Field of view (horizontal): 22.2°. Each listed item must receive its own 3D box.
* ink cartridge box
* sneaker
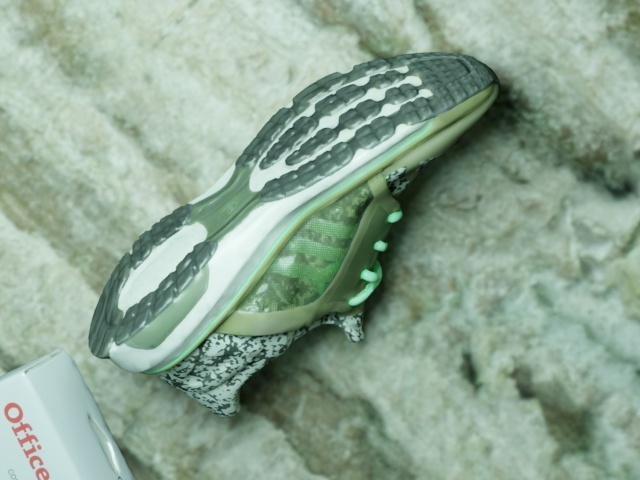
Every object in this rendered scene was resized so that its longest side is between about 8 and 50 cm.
[{"bbox_3d":[-0.316,0.245,1.463,0.273,0.114,0.197,-26,92,10],"label":"ink cartridge box"},{"bbox_3d":[0.000,0.000,1.402,0.410,0.158,0.182,-38,122,9],"label":"sneaker"}]
